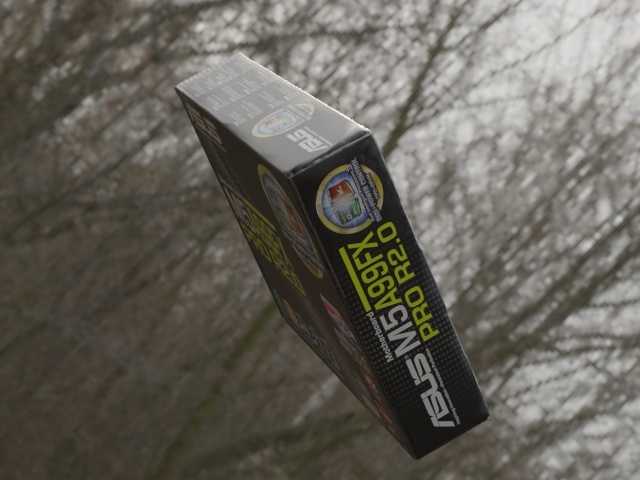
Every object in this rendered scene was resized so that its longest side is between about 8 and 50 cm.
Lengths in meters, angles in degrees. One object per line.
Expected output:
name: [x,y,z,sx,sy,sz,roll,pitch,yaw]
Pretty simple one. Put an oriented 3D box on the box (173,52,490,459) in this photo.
box: [0.000,0.000,0.966,0.216,0.060,0.270,65,-11,-25]
